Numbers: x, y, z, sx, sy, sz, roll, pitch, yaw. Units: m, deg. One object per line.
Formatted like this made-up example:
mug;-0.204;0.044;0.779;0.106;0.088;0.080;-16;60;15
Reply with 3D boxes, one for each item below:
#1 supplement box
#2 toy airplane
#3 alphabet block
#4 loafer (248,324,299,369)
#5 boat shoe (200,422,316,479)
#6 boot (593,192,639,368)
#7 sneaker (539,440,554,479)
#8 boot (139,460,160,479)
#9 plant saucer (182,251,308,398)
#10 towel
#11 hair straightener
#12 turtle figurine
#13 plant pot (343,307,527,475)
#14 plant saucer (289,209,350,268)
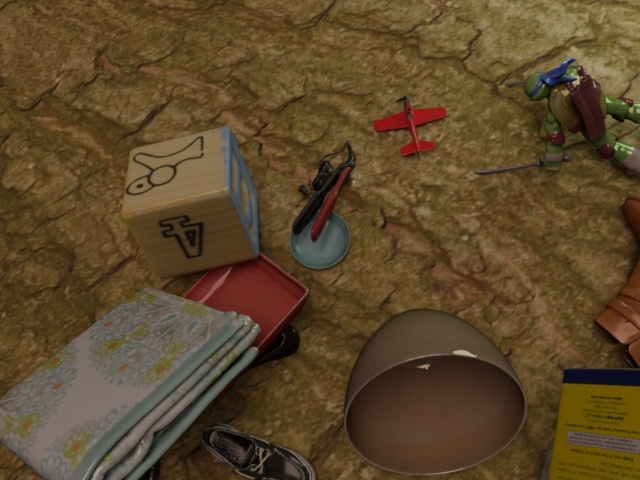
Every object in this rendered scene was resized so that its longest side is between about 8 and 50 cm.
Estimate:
supplement box;0.467;0.380;0.988;0.194;0.195;0.356;19;74;-20
toy airplane;0.182;-0.225;1.375;0.151;0.028;0.151;-2;73;8
alphabet block;-0.235;-0.070;1.285;0.197;0.193;0.192;-12;45;6
loafer;-0.150;0.205;1.274;0.220;0.078;0.080;-24;71;2
boat shoe;-0.114;0.389;1.217;0.220;0.070;0.077;19;77;15
boot;0.560;0.078;1.191;0.220;0.109;0.283;-35;78;2
sneaker;0.384;0.434;1.106;0.090;0.095;0.234;9;76;11
boot;-0.419;0.446;1.053;0.146;0.445;0.366;10;75;12
plant saucer;-0.164;0.144;1.258;0.258;0.047;0.259;-47;41;-9
towel;-0.315;0.228;1.118;0.321;0.090;0.374;9;40;43
hair straightener;-0.002;-0.107;1.346;0.089;0.047;0.230;18;68;19
turtle figurine;0.475;-0.225;1.288;0.267;0.274;0.197;22;54;-5
plant pot;0.175;0.224;1.139;0.284;0.284;0.190;-12;34;6
plant saucer;0.000;0.000;1.341;0.120;0.021;0.119;-3;73;9
